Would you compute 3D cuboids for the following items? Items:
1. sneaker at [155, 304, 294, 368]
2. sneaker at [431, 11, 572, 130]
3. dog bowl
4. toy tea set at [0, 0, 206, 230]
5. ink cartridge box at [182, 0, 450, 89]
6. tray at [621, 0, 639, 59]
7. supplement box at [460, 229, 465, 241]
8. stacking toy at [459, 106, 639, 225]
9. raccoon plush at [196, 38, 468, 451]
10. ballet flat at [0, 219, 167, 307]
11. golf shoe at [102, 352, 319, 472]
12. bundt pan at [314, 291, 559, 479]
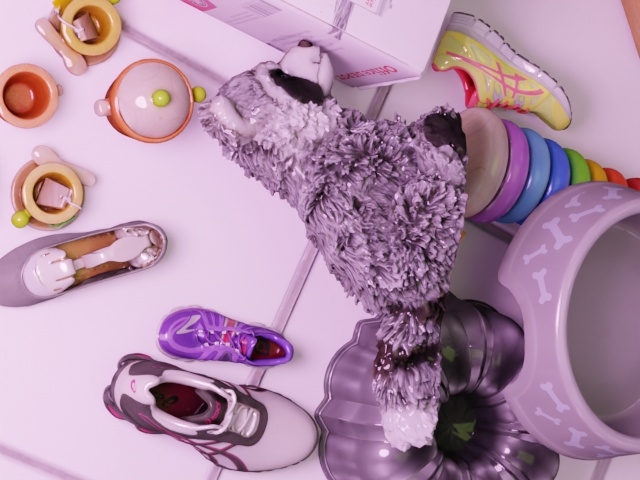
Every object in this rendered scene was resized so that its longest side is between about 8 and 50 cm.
[{"bbox_3d":[-0.109,0.115,1.821,0.170,0.071,0.068,8,87,-22],"label":"sneaker"},{"bbox_3d":[0.225,-0.194,1.960,0.208,0.081,0.094,36,84,-12],"label":"sneaker"},{"bbox_3d":[0.371,0.100,1.886,0.349,0.102,0.348,-1,91,-34],"label":"dog bowl"},{"bbox_3d":[-0.289,-0.125,1.716,0.200,0.124,0.336,45,74,-16],"label":"toy tea set"},{"bbox_3d":[-0.019,-0.290,1.782,0.283,0.207,0.117,24,82,-21],"label":"ink cartridge box"},{"bbox_3d":[0.457,-0.466,2.051,0.203,0.076,0.411,-23,100,-21],"label":"tray"},{"bbox_3d":[0.123,-0.024,1.920,0.098,0.062,0.036,37,78,-19],"label":"supplement box"},{"bbox_3d":[0.306,-0.062,1.972,0.330,0.141,0.141,15,84,-29],"label":"stacking toy"},{"bbox_3d":[0.000,0.000,1.737,0.299,0.216,0.446,4,74,-6],"label":"raccoon plush"},{"bbox_3d":[-0.274,0.022,1.754,0.213,0.068,0.072,-18,97,-21],"label":"ballet flat"},{"bbox_3d":[-0.115,0.210,1.795,0.273,0.120,0.105,18,82,-23],"label":"golf shoe"},{"bbox_3d":[0.167,0.229,1.908,0.331,0.124,0.330,-1,91,-23],"label":"bundt pan"}]
